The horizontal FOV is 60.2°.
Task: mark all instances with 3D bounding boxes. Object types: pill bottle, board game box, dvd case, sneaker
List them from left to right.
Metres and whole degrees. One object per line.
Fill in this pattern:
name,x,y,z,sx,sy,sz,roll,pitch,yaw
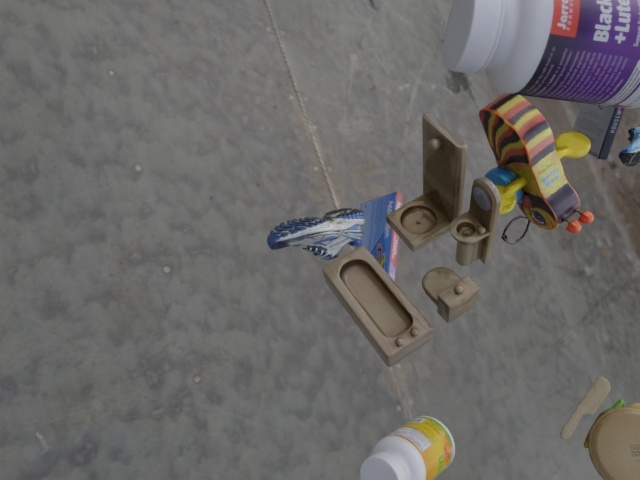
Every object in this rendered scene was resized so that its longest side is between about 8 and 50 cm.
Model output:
sneaker,0.000,0.000,0.677,0.135,0.052,0.058,-13,106,-27
board game box,0.137,0.027,1.376,0.027,0.145,0.281,18,72,-31
pill bottle,0.200,0.507,1.275,0.246,0.136,0.136,-5,72,-52
pill bottle,0.222,-0.189,0.519,0.194,0.108,0.108,5,61,-6
dvd case,0.653,-0.323,1.273,0.030,0.238,0.179,8,23,0
sneaker,0.766,-0.235,1.337,0.162,0.063,0.073,-29,63,-27

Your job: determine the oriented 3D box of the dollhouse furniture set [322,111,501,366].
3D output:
dollhouse furniture set,0.082,-0.002,0.506,0.151,0.123,0.144,-30,55,-11

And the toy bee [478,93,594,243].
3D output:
toy bee,0.358,-0.090,0.874,0.298,0.195,0.162,35,5,-39

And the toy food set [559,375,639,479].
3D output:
toy food set,0.465,0.309,0.819,0.192,0.038,0.132,38,81,22
